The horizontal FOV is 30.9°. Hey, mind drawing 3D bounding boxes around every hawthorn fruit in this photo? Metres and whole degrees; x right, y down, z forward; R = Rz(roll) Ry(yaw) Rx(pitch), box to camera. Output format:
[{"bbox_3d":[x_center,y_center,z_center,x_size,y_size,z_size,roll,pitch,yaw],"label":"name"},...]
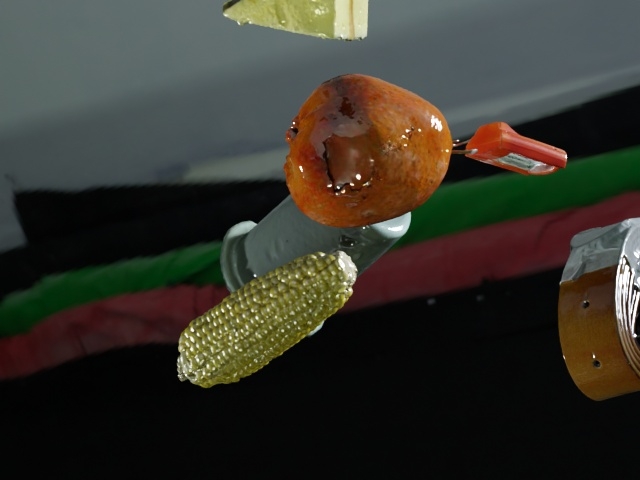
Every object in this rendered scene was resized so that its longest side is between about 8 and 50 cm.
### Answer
[{"bbox_3d":[0.091,-0.123,1.609,0.299,0.211,0.211,0,-164,-20],"label":"hawthorn fruit"}]

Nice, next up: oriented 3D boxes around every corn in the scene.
[{"bbox_3d":[-0.092,0.126,1.844,0.347,0.130,0.130,-33,-161,16],"label":"corn"}]

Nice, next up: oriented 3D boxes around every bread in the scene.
[{"bbox_3d":[-0.048,-0.491,2.251,0.236,0.198,0.263,5,-169,16],"label":"bread"}]

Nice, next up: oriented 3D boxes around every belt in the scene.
[{"bbox_3d":[0.498,0.108,1.937,0.122,0.217,0.338,-22,-148,39],"label":"belt"}]

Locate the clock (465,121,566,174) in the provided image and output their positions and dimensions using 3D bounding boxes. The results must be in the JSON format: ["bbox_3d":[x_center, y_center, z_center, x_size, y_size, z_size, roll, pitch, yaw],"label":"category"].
[{"bbox_3d":[0.362,-0.165,2.125,0.155,0.061,0.113,17,169,-26],"label":"clock"}]

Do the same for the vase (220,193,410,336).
[{"bbox_3d":[0.000,0.000,1.999,0.291,0.245,0.245,-41,-173,37],"label":"vase"}]
